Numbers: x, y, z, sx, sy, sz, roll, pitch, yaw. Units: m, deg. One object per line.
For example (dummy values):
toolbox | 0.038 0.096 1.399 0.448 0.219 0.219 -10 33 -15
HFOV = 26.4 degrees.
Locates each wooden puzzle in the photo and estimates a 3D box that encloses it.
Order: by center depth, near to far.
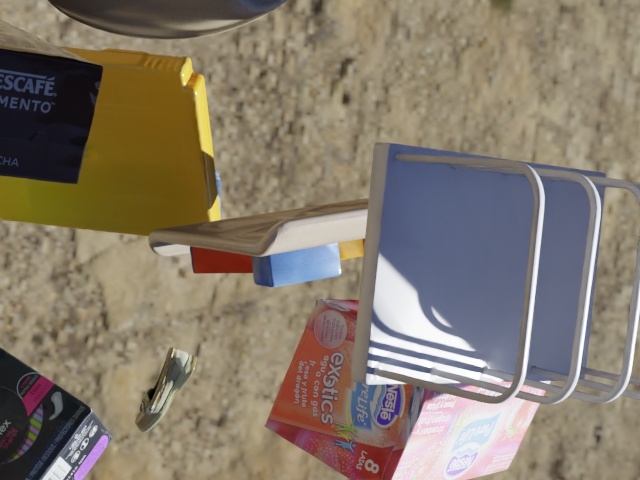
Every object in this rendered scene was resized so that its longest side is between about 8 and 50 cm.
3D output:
wooden puzzle | 0.000 0.000 1.666 0.322 0.348 0.080 -9 93 -30

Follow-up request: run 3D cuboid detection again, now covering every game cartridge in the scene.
game cartridge | -0.302 -0.132 1.832 0.052 0.324 0.285 -73 165 -48

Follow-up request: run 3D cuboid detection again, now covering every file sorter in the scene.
file sorter | 0.192 0.033 1.113 0.278 0.173 0.192 4 93 -41

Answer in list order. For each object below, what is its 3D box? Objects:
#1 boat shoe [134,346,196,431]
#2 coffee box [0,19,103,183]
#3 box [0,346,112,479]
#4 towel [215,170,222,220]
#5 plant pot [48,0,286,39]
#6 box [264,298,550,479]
boat shoe | -0.242 0.223 2.049 0.153 0.048 0.056 -52 -162 26
coffee box | -0.355 -0.156 1.333 0.168 0.297 0.118 7 104 -36
box | -0.446 0.244 1.858 0.165 0.270 0.143 -55 163 -18
towel | -0.181 -0.052 2.084 0.067 0.029 0.119 9 68 -36
plant pot | -0.111 -0.304 1.272 0.284 0.191 0.284 -34 140 -35
box | 0.102 0.155 1.397 0.300 0.154 0.142 5 110 -60
